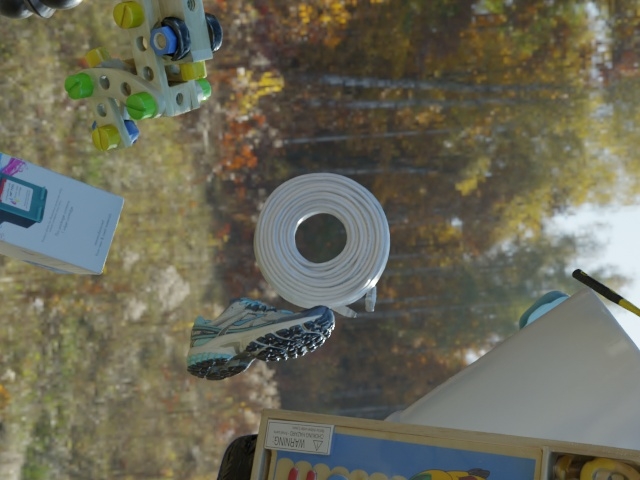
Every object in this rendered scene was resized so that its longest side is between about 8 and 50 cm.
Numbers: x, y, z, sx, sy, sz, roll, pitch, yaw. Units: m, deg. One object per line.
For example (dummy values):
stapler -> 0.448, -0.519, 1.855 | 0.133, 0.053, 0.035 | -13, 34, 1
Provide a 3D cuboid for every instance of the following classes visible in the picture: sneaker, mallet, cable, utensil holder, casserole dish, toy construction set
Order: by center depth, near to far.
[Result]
toy construction set -> -0.229, -0.263, 1.084 | 0.151, 0.215, 0.327 | -47, 127, -43
mallet -> 0.391, 0.084, 1.233 | 0.190, 0.062, 0.039 | 34, -59, 45
utensil holder -> 0.333, 0.296, 1.417 | 0.327, 0.385, 0.327 | 49, 11, -13
casserole dish -> 0.412, 0.147, 1.640 | 0.188, 0.114, 0.037 | 33, 19, -39
sneaker -> -0.112, 0.144, 1.642 | 0.110, 0.283, 0.122 | 44, 34, -54
cable -> 0.000, 0.000, 1.766 | 0.089, 0.257, 0.257 | 42, 61, -83

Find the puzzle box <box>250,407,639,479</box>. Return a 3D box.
puzzle box -> 0.096, 0.306, 0.861 | 0.052, 0.409, 0.272 | 27, 67, -52

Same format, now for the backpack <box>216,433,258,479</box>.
backpack -> -0.068, 0.283, 1.083 | 0.084, 0.105, 0.114 | 40, 51, -45

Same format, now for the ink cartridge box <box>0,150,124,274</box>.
ink cartridge box -> -0.313, -0.040, 0.858 | 0.134, 0.231, 0.078 | -3, -111, 59

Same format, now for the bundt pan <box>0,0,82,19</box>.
bundt pan -> -0.459, -0.432, 1.391 | 0.331, 0.331, 0.124 | 93, -10, -73
